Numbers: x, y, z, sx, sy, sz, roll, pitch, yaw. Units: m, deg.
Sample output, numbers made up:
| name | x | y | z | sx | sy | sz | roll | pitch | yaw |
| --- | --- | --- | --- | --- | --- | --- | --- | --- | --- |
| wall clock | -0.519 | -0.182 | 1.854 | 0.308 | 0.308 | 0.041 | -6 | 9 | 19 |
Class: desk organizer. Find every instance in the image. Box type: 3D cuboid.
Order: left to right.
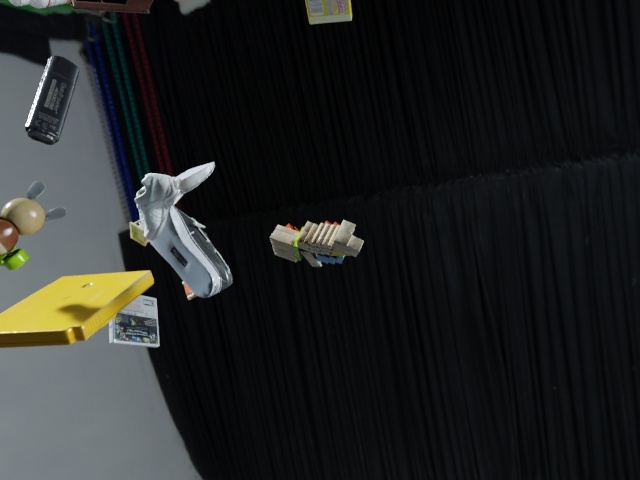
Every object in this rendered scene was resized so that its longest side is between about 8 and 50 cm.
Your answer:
| name | x | y | z | sx | sy | sz | roll | pitch | yaw |
| --- | --- | --- | --- | --- | --- | --- | --- | --- | --- |
| desk organizer | -0.363 | -0.432 | 0.787 | 0.130 | 0.047 | 0.050 | -15 | 3 | -33 |

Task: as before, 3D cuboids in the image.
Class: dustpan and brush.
| name | x | y | z | sx | sy | sz | roll | pitch | yaw |
| --- | --- | --- | --- | --- | --- | --- | --- | --- | --- |
| dustpan and brush | -0.431 | -0.168 | 1.431 | 0.147 | 0.060 | 0.211 | -7 | 27 | 35 |

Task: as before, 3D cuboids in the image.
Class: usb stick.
| name | x | y | z | sx | sy | sz | roll | pitch | yaw |
| --- | --- | --- | --- | --- | --- | --- | --- | --- | --- |
| usb stick | -0.678 | -0.362 | 1.155 | 0.045 | 0.278 | 0.077 | -29 | -38 | 35 |

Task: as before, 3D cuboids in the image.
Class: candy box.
| name | x | y | z | sx | sy | sz | roll | pitch | yaw |
| --- | --- | --- | --- | --- | --- | --- | --- | --- | --- |
| candy box | 0.009 | -0.592 | 1.018 | 0.105 | 0.027 | 0.206 | -1 | -35 | 10 |

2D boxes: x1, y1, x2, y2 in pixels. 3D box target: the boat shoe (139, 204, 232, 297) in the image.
| name | x | y | z | sx | sy | sz | roll | pitch | yaw |
| --- | --- | --- | --- | --- | --- | --- | --- | --- | --- |
| boat shoe | -0.328 | -0.001 | 1.126 | 0.113 | 0.306 | 0.105 | -48 | -11 | 27 |

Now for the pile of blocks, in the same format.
| name | x | y | z | sx | sy | sz | roll | pitch | yaw |
| --- | --- | --- | --- | --- | --- | --- | --- | --- | --- |
| pile of blocks | 0.000 | 0.000 | 1.480 | 0.361 | 0.149 | 0.113 | 2 | 52 | 37 |

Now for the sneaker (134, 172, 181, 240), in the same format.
| name | x | y | z | sx | sy | sz | roll | pitch | yaw |
| --- | --- | --- | --- | --- | --- | --- | --- | --- | --- |
| sneaker | -0.285 | -0.060 | 0.773 | 0.061 | 0.054 | 0.152 | 18 | -47 | -20 |

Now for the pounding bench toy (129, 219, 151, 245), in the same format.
| name | x | y | z | sx | sy | sz | roll | pitch | yaw |
| --- | --- | --- | --- | --- | --- | --- | --- | --- | --- |
| pounding bench toy | -0.450 | -0.023 | 1.204 | 0.083 | 0.052 | 0.065 | 28 | 40 | 17 |

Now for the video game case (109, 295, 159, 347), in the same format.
| name | x | y | z | sx | sy | sz | roll | pitch | yaw |
| --- | --- | --- | --- | --- | --- | --- | --- | --- | --- |
| video game case | -0.614 | 0.261 | 1.500 | 0.022 | 0.173 | 0.190 | -22 | -24 | 20 |

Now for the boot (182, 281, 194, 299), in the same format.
| name | x | y | z | sx | sy | sz | roll | pitch | yaw |
| --- | --- | --- | --- | --- | --- | --- | --- | --- | --- |
| boot | -0.477 | 0.169 | 1.705 | 0.059 | 0.085 | 0.157 | -23 | -3 | -39 |

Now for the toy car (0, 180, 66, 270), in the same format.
| name | x | y | z | sx | sy | sz | roll | pitch | yaw |
| --- | --- | --- | --- | --- | --- | --- | --- | --- | --- |
| toy car | -0.711 | -0.051 | 1.068 | 0.148 | 0.155 | 0.188 | 7 | 44 | 43 |

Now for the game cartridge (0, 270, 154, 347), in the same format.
| name | x | y | z | sx | sy | sz | roll | pitch | yaw |
| --- | --- | --- | --- | --- | --- | --- | --- | --- | --- |
| game cartridge | -0.621 | 0.165 | 1.129 | 0.284 | 0.053 | 0.324 | -5 | 20 | 11 |

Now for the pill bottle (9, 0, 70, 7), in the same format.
| name | x | y | z | sx | sy | sz | roll | pitch | yaw |
| --- | --- | --- | --- | --- | --- | --- | --- | --- | --- |
| pill bottle | -0.793 | -0.746 | 1.312 | 0.121 | 0.121 | 0.216 | -4 | 28 | 41 |
